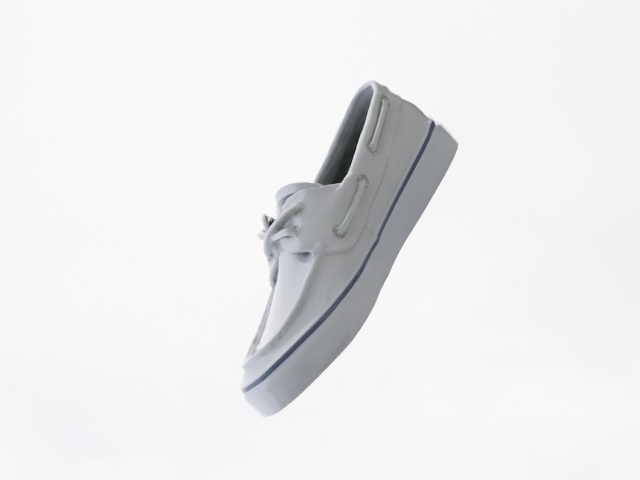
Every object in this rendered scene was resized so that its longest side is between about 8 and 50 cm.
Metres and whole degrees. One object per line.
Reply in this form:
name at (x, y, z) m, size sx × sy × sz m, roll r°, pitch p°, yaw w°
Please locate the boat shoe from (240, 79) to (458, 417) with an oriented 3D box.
boat shoe at (0.000, 0.000, 1.199) m, size 0.084 × 0.095 × 0.258 m, roll 40°, pitch -131°, yaw -12°
